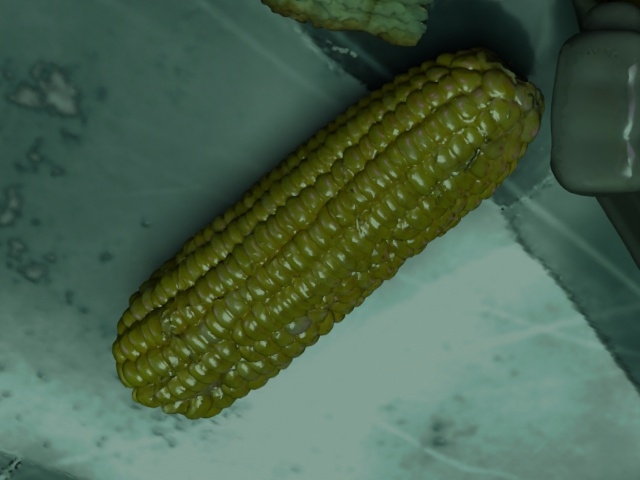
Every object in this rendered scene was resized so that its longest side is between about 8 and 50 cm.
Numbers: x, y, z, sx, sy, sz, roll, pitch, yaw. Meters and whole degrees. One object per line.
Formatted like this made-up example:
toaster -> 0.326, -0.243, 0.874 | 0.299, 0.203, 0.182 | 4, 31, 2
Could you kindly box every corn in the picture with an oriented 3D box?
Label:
corn -> 0.000, 0.000, 0.700 | 0.292, 0.101, 0.101 | -37, 110, 20

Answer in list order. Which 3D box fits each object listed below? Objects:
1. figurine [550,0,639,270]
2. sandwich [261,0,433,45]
figurine -> 0.180, -0.125, 0.511 | 0.167, 0.342, 0.285 | 3, 141, 14
sandwich -> 0.038, -0.185, 0.505 | 0.100, 0.254, 0.288 | 11, 122, -10
